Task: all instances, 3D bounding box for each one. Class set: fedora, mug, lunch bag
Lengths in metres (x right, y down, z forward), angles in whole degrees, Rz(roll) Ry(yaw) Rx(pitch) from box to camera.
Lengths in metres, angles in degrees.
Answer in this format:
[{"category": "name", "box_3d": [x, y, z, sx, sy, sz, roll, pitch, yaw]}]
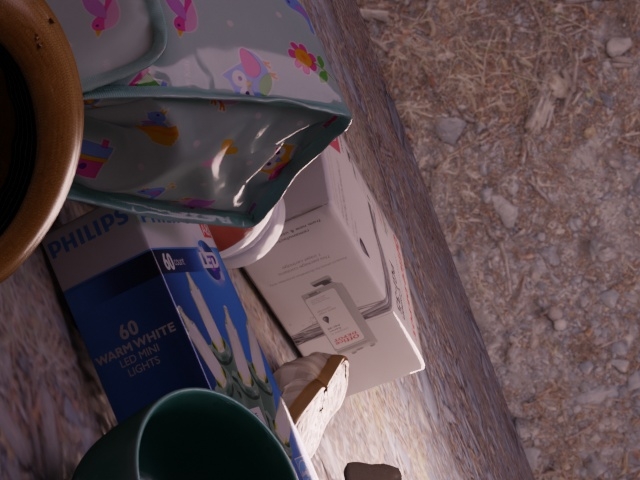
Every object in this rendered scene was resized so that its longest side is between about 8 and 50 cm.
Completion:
[{"category": "fedora", "box_3d": [-0.209, -0.057, 0.789, 0.079, 0.194, 0.194, 30, -22, 43]}, {"category": "mug", "box_3d": [-0.080, 0.176, 0.964, 0.158, 0.097, 0.129, 50, 37, -9]}, {"category": "lunch bag", "box_3d": [-0.140, -0.139, 1.029, 0.262, 0.160, 0.223, 6, 52, -39]}]

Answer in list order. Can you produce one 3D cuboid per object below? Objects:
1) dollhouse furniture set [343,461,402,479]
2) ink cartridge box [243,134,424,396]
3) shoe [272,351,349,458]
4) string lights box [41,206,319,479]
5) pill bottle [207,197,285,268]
[{"category": "dollhouse furniture set", "box_3d": [-0.008, 0.310, 1.049, 0.301, 0.151, 0.198, -101, -167, -54]}, {"category": "ink cartridge box", "box_3d": [0.000, 0.000, 1.677, 0.207, 0.117, 0.283, -99, 164, -44]}, {"category": "shoe", "box_3d": [-0.023, 0.154, 1.490, 0.219, 0.058, 0.077, -38, 138, -74]}, {"category": "string lights box", "box_3d": [-0.090, 0.100, 1.111, 0.260, 0.076, 0.133, 66, 15, 7]}, {"category": "pill bottle", "box_3d": [-0.105, -0.056, 1.262, 0.216, 0.121, 0.121, 48, 24, -62]}]
